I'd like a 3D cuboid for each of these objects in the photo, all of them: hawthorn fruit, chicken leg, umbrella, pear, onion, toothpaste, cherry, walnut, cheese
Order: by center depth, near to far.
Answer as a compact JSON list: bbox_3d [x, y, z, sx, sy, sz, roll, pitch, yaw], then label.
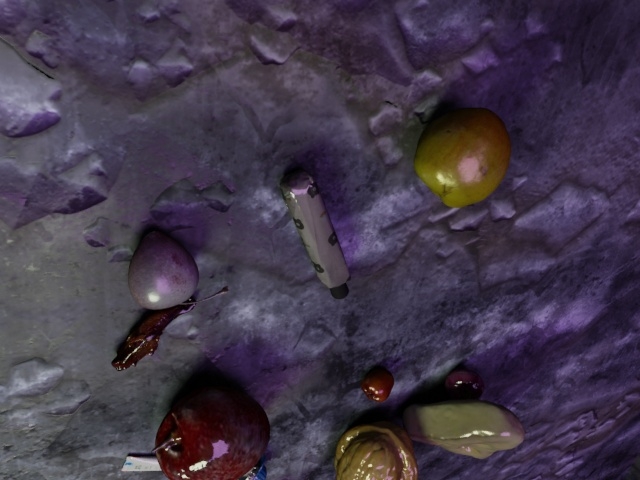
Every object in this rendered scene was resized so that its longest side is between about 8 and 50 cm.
[{"bbox_3d":[-0.264,0.050,1.036,0.188,0.115,0.147,-17,88,-27],"label":"cherry"},{"bbox_3d":[-0.336,0.186,1.114,0.205,0.053,0.093,-42,153,11],"label":"chicken leg"},{"bbox_3d":[0.285,-0.169,1.123,0.200,0.200,0.199,-14,125,-20],"label":"pear"},{"bbox_3d":[0.000,0.000,1.159,0.073,0.067,0.337,-21,129,2],"label":"umbrella"},{"bbox_3d":[-0.230,0.432,1.234,0.300,0.203,0.230,16,110,-50],"label":"cherry"},{"bbox_3d":[-0.372,0.532,1.331,0.191,0.031,0.048,13,116,-30],"label":"toothpaste"},{"bbox_3d":[0.158,0.380,1.489,0.093,0.081,0.081,-45,137,-35],"label":"hawthorn fruit"},{"bbox_3d":[0.155,0.622,1.554,0.225,0.257,0.256,-22,136,-56],"label":"walnut"},{"bbox_3d":[0.462,0.549,1.612,0.351,0.129,0.329,28,148,-35],"label":"cheese"},{"bbox_3d":[0.426,0.426,1.648,0.104,0.115,0.115,-48,143,-58],"label":"onion"}]

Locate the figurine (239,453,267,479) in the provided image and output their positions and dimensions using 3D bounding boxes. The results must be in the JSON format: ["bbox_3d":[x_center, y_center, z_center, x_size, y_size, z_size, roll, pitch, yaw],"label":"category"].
[{"bbox_3d":[-0.205,0.589,1.428,0.149,0.087,0.086,16,149,-34],"label":"figurine"}]
